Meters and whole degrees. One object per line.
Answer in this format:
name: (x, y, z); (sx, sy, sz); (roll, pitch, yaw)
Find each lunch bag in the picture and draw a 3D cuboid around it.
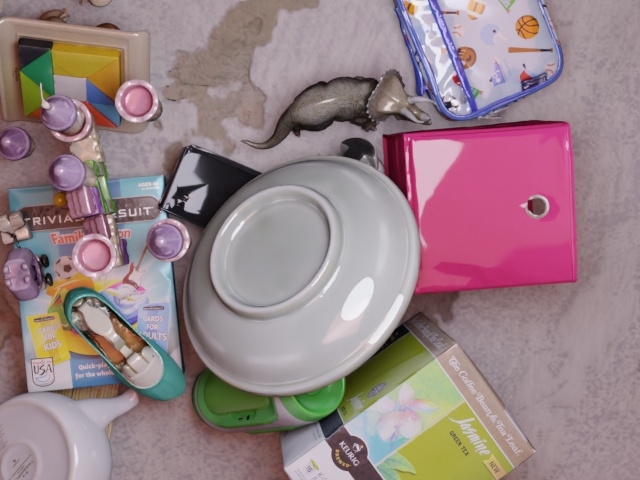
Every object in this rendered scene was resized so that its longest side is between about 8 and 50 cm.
lunch bag: (0.253, -0.349, 1.907); (0.243, 0.115, 0.303); (-22, 95, 0)

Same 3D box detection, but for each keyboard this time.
keyboard: (-0.119, -0.012, 1.909); (0.317, 0.033, 0.201); (23, 85, -20)

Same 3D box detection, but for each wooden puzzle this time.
wooden puzzle: (-0.393, -0.254, 1.828); (0.239, 0.221, 0.044); (3, 51, -7)

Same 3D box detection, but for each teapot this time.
teapot: (-0.434, 0.371, 1.864); (0.256, 0.187, 0.252); (-9, 76, 22)

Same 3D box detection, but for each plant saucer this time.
plant saucer: (-0.051, 0.030, 1.718); (0.401, 0.100, 0.400); (-13, 58, 22)

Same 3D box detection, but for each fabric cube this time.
fabric cube: (0.250, -0.061, 1.856); (0.258, 0.259, 0.254); (-4, 96, -4)

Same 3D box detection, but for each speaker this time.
speaker: (-0.088, 0.238, 1.831); (0.131, 0.296, 0.131); (9, 74, -34)

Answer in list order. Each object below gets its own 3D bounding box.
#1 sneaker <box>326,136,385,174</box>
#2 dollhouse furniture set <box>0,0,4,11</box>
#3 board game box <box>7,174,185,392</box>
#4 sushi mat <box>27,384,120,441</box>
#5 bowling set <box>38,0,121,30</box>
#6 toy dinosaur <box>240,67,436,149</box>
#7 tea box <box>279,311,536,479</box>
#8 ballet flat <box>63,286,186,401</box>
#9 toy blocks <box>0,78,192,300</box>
sneaker: (0.000, 0.000, 1.867); (0.330, 0.122, 0.146); (-47, 141, -8)
dollhouse furniture set: (-0.679, -0.485, 1.679); (0.362, 0.394, 0.256); (30, 94, -49)
board game box: (-0.368, 0.070, 1.899); (0.254, 0.079, 0.336); (-6, 92, -4)
sushi mat: (-0.442, 0.374, 1.958); (0.151, 0.019, 0.316); (11, 93, -4)
bowling set: (-0.411, -0.381, 1.854); (0.287, 0.154, 0.200); (-33, 115, -2)
toy dinosaur: (0.021, -0.223, 1.867); (0.314, 0.160, 0.121); (-5, 84, -1)
tea box: (0.122, 0.309, 1.841); (0.323, 0.329, 0.220); (-37, 96, 0)
ballet flat: (-0.315, 0.172, 1.822); (0.247, 0.087, 0.083); (44, 87, -5)
toy blocks: (-0.370, -0.074, 1.714); (0.309, 0.260, 0.288); (-13, 90, 2)
